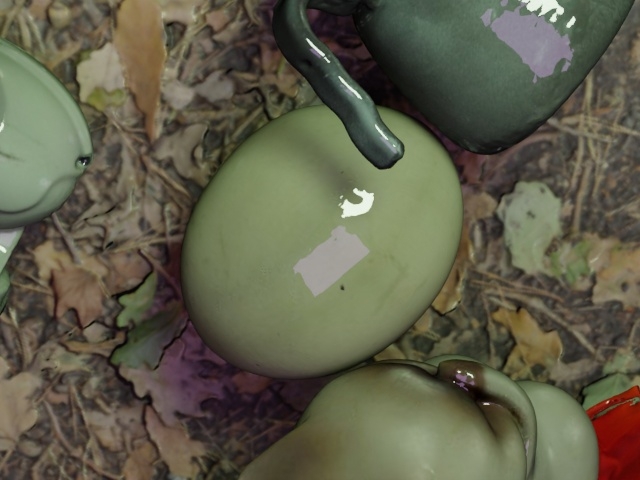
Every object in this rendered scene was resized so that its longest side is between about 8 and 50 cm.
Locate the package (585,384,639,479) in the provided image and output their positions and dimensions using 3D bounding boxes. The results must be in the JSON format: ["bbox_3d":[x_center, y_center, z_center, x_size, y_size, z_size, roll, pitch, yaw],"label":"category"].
[{"bbox_3d":[0.389,0.325,1.660,0.423,0.123,0.196,38,119,-18],"label":"package"}]

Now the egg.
[{"bbox_3d":[0.000,0.000,1.444,0.269,0.219,0.219,-38,112,5],"label":"egg"}]

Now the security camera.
[{"bbox_3d":[-0.317,-0.039,1.418,0.191,0.197,0.277,31,100,-8],"label":"security camera"}]

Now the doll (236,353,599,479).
[{"bbox_3d":[0.107,0.201,1.483,0.215,0.370,0.226,31,91,25],"label":"doll"}]

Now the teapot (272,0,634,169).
[{"bbox_3d":[0.071,-0.200,1.361,0.285,0.223,0.305,36,80,-9],"label":"teapot"}]
